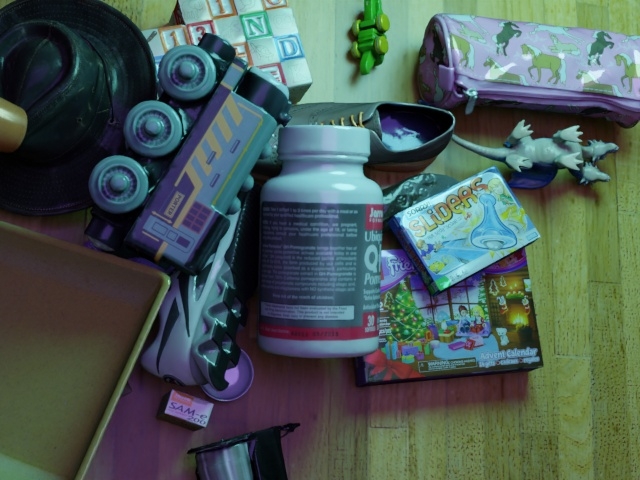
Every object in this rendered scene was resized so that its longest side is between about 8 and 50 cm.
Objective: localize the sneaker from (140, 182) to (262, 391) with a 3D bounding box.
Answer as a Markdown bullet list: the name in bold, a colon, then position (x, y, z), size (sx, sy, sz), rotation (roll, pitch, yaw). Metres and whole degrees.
- **sneaker**: position (-0.168, 0.052, 1.587), size (0.146, 0.122, 0.330), rotation (2, 54, 23)

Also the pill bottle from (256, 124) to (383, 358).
- **pill bottle**: position (0.000, 0.000, 1.576), size (0.176, 0.176, 0.318), rotation (1, 92, -16)

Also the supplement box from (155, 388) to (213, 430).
- **supplement box**: position (-0.191, 0.239, 1.553), size (0.062, 0.098, 0.036), rotation (21, 72, -10)

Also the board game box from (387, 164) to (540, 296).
- **board game box**: position (0.222, -0.016, 1.709), size (0.201, 0.035, 0.136), rotation (-27, 79, -23)

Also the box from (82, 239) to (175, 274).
- **box**: position (-0.259, 0.007, 1.628), size (0.116, 0.029, 0.162), rotation (46, 68, -1)

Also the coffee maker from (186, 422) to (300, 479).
- **coffee maker**: position (-0.082, 0.355, 1.545), size (0.171, 0.120, 0.178), rotation (-12, 81, -19)

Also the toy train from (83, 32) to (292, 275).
- **toy train**: position (-0.178, -0.112, 1.502), size (0.190, 0.142, 0.334), rotation (31, 80, -5)

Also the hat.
- **hat**: position (-0.387, -0.201, 1.536), size (0.331, 0.134, 0.331), rotation (0, 84, 2)

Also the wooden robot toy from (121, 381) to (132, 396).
- **wooden robot toy**: position (-0.330, 0.159, 1.544), size (0.173, 0.079, 0.076), rotation (39, 70, -4)

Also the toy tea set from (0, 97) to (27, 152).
- **toy tea set**: position (-0.511, -0.075, 1.435), size (0.124, 0.200, 0.336), rotation (17, 110, -41)

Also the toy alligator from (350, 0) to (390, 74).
- **toy alligator**: position (0.088, -0.350, 1.804), size (0.051, 0.056, 0.189), rotation (26, 63, -53)

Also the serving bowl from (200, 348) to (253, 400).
- **serving bowl**: position (-0.140, 0.193, 1.616), size (0.083, 0.027, 0.083), rotation (4, 75, -14)

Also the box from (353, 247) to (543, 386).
- **box**: position (0.187, 0.112, 1.712), size (0.293, 0.057, 0.201), rotation (-3, 77, -16)

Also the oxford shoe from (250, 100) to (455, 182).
- **oxford shoe**: position (0.030, -0.167, 1.696), size (0.364, 0.133, 0.130), rotation (-8, 80, -17)

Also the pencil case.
- **pencil case**: position (0.351, -0.273, 1.800), size (0.386, 0.160, 0.167), rotation (2, 83, -16)

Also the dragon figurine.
- **dragon figurine**: position (0.344, -0.133, 1.801), size (0.289, 0.144, 0.085), rotation (-1, 78, 4)

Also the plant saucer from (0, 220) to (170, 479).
- **plant saucer**: position (-0.392, 0.161, 1.474), size (0.333, 0.081, 0.332), rotation (16, 70, 18)

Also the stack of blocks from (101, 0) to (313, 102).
- **stack of blocks**: position (-0.181, -0.276, 1.688), size (0.297, 0.087, 0.171), rotation (-14, 81, -18)

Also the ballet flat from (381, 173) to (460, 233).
- **ballet flat**: position (0.114, -0.046, 1.738), size (0.250, 0.058, 0.084), rotation (-18, 85, -24)
